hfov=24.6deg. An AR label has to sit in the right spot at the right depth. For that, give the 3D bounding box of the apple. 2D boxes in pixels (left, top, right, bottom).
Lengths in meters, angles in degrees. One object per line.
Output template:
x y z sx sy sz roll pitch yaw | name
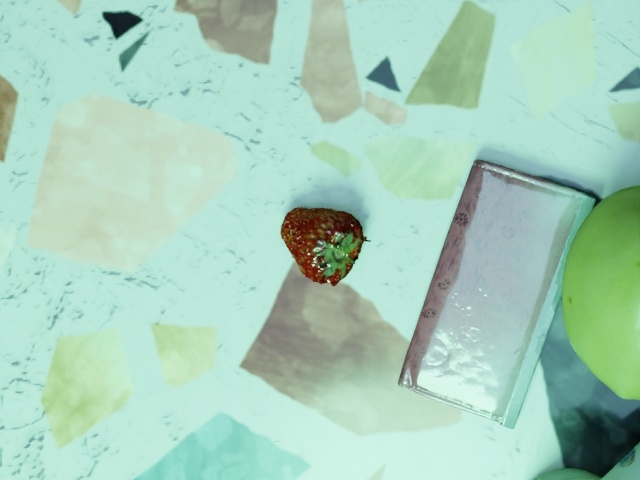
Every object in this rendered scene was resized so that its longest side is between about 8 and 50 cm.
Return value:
0.300 0.040 1.267 0.200 0.200 0.200 1 98 9 | apple

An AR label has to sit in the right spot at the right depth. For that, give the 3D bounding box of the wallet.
0.162 0.050 1.368 0.119 0.025 0.232 19 100 6 | wallet

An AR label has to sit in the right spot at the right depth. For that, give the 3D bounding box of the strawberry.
0.000 0.000 1.374 0.083 0.073 0.073 31 104 41 | strawberry

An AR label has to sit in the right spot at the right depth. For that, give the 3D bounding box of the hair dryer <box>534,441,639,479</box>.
0.323 0.178 1.306 0.357 0.173 0.107 -45 91 -1 | hair dryer
